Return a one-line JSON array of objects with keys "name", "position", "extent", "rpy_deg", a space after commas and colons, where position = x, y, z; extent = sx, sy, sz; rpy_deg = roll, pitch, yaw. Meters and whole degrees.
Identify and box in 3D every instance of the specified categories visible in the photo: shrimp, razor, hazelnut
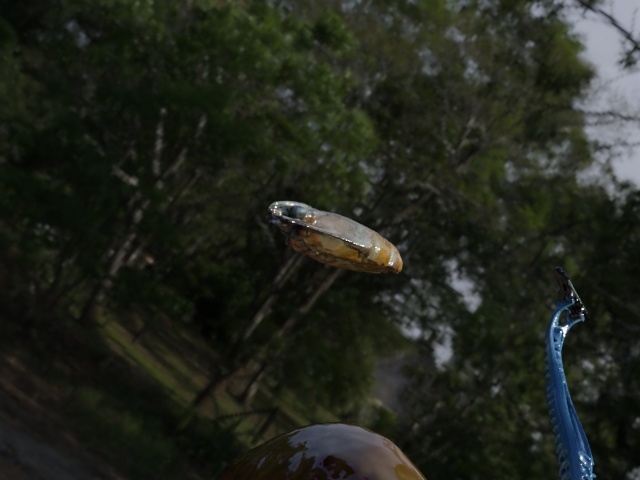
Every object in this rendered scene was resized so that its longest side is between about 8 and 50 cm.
[{"name": "shrimp", "position": [0.000, 0.000, 1.541], "extent": [0.164, 0.062, 0.317], "rpy_deg": [-4, -17, 36]}, {"name": "razor", "position": [0.226, 0.150, 0.942], "extent": [0.042, 0.253, 0.082], "rpy_deg": [-14, -41, 24]}, {"name": "hazelnut", "position": [-0.002, 0.222, 0.687], "extent": [0.186, 0.210, 0.210], "rpy_deg": [61, -13, 0]}]
